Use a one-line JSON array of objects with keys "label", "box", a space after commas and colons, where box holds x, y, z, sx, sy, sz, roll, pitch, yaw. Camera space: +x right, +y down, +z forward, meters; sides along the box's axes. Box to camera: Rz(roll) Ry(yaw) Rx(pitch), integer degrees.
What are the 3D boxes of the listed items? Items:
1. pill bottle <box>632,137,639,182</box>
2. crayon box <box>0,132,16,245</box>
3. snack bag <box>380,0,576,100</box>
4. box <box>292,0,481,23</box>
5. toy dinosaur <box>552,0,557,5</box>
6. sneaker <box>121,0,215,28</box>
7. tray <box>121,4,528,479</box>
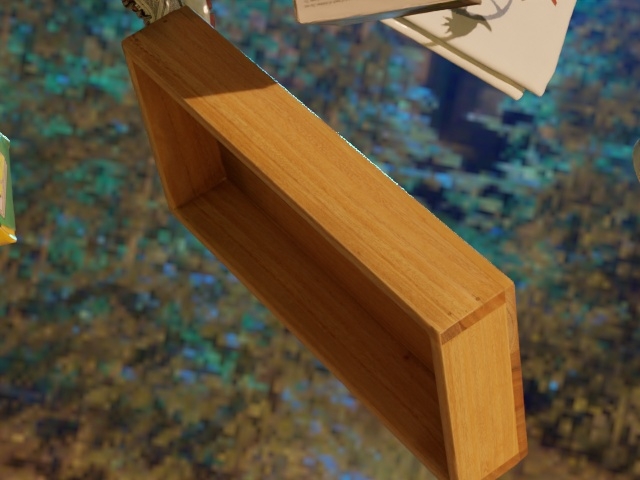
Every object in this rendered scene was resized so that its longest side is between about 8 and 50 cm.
[{"label": "pill bottle", "box": [0.432, -0.132, 1.536, 0.181, 0.181, 0.323, 3, -35, -47]}, {"label": "crayon box", "box": [-0.449, -0.070, 1.292, 0.313, 0.106, 0.363, -13, -26, 16]}, {"label": "snack bag", "box": [0.107, -0.337, 1.536, 0.323, 0.343, 0.037, 27, -21, -14]}, {"label": "box", "box": [0.045, -0.205, 1.197, 0.114, 0.103, 0.203, -8, 5, 9]}, {"label": "toy dinosaur", "box": [0.192, -0.209, 1.355, 0.082, 0.047, 0.090, 5, 3, 39]}, {"label": "sneaker", "box": [-0.166, -0.233, 1.538, 0.092, 0.225, 0.088, -30, 11, -20]}, {"label": "tray", "box": [0.000, 0.000, 1.366, 0.076, 0.203, 0.411, -32, 50, -18]}]
